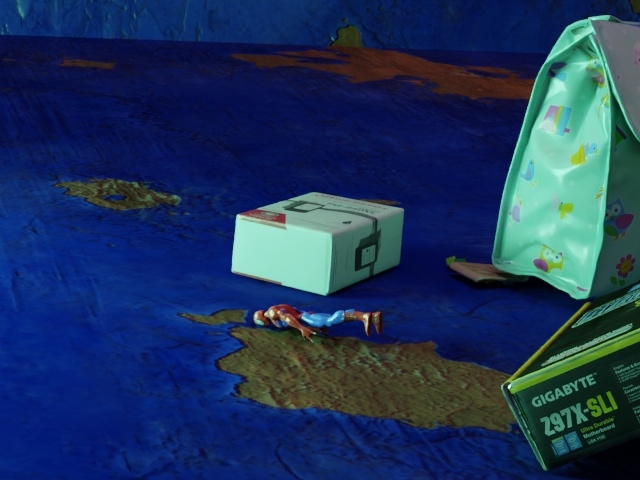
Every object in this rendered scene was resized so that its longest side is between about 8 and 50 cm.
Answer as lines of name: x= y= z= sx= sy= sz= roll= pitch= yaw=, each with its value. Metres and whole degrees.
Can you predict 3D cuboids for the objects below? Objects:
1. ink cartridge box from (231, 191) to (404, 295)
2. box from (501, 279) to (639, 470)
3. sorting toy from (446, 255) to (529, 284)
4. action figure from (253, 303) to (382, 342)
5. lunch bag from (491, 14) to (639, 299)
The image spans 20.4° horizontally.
ink cartridge box: x=0.000 y=0.000 z=1.732 sx=0.109 sy=0.063 sz=0.150 roll=12 pitch=16 yaw=28
box: x=0.320 y=0.047 z=1.304 sx=0.322 sy=0.079 sz=0.257 roll=-25 pitch=-1 yaw=26
sorting toy: x=0.161 y=0.030 z=1.764 sx=0.062 sy=0.012 sz=0.083 roll=-1 pitch=15 yaw=-27
action figure: x=-0.006 y=0.070 z=1.528 sx=0.115 sy=0.030 sz=0.038 roll=5 pitch=8 yaw=25
lunch bag: x=0.305 y=-0.086 z=1.736 sx=0.223 sy=0.262 sz=0.160 roll=-2 pitch=16 yaw=-41
